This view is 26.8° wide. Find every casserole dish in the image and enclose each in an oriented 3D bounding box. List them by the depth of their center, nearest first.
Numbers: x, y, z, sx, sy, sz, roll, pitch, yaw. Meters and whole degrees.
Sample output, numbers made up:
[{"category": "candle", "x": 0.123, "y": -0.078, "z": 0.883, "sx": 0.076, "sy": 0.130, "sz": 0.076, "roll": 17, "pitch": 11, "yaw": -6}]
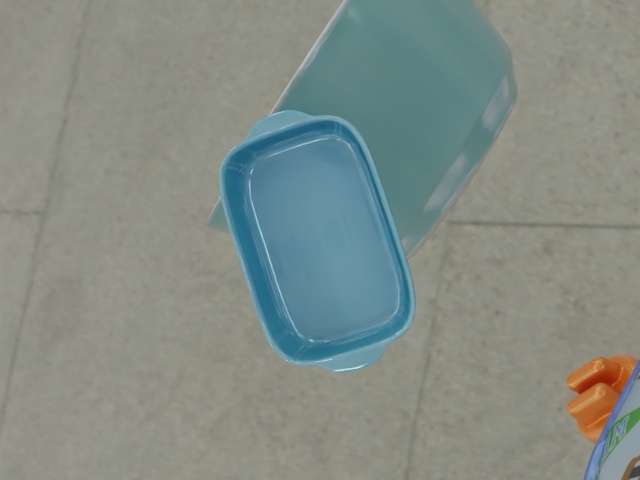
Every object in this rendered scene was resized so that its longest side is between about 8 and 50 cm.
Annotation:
[{"category": "casserole dish", "x": 0.000, "y": 0.000, "z": 0.951, "sx": 0.114, "sy": 0.037, "sz": 0.188, "roll": -18, "pitch": 90, "yaw": 12}]

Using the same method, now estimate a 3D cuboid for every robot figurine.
[{"category": "robot figurine", "x": 0.427, "y": 0.230, "z": 1.771, "sx": 0.128, "sy": 0.219, "sz": 0.158, "roll": -60, "pitch": 21, "yaw": 6}]

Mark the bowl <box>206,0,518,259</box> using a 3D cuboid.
[{"category": "bowl", "x": 0.054, "y": -0.099, "z": 1.144, "sx": 0.312, "sy": 0.163, "sz": 0.311, "roll": -57, "pitch": 2, "yaw": 4}]

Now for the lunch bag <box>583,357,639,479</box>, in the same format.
[{"category": "lunch bag", "x": 0.217, "y": 0.025, "z": 0.396, "sx": 0.243, "sy": 0.115, "sz": 0.303, "roll": -54, "pitch": 9, "yaw": -19}]
